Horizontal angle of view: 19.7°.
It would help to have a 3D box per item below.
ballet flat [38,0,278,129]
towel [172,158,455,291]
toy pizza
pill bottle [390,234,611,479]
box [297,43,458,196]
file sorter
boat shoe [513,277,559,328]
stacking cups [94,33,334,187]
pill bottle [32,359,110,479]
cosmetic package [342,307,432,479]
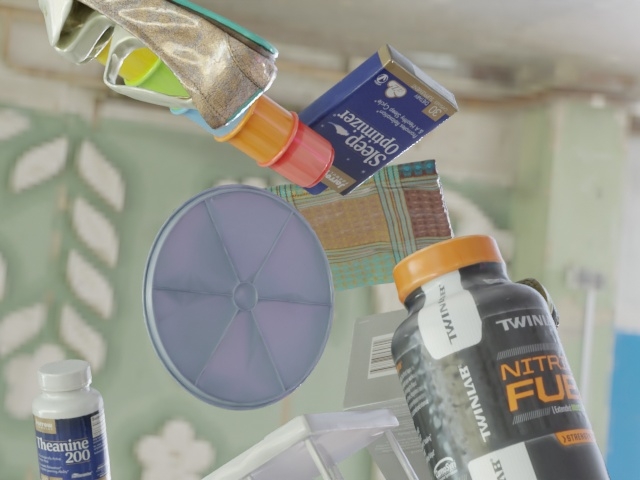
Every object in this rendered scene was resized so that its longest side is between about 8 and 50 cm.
[{"bbox_3d":[-0.180,-0.194,1.647,0.316,0.106,0.107,33,-178,30],"label":"ballet flat"},{"bbox_3d":[0.000,0.000,2.593,0.370,0.040,0.271,-10,146,7],"label":"towel"},{"bbox_3d":[-0.075,0.051,1.641,0.201,0.201,0.032,11,170,-34],"label":"toy pizza"},{"bbox_3d":[0.132,0.121,1.423,0.130,0.245,0.130,-17,163,-5],"label":"pill bottle"},{"bbox_3d":[0.039,-0.131,2.224,0.225,0.036,0.136,-36,137,23],"label":"box"},{"bbox_3d":[-0.045,0.292,1.627,0.278,0.173,0.193,-34,163,19],"label":"file sorter"},{"bbox_3d":[0.226,0.092,2.045,0.073,0.080,0.223,38,173,-11],"label":"boat shoe"},{"bbox_3d":[-0.122,-0.165,2.087,0.316,0.096,0.096,33,159,-29],"label":"stacking cups"},{"bbox_3d":[-0.236,0.176,1.735,0.067,0.120,0.067,-4,-168,1],"label":"pill bottle"},{"bbox_3d":[0.113,0.189,1.892,0.107,0.127,0.238,-14,135,22],"label":"cosmetic package"}]
